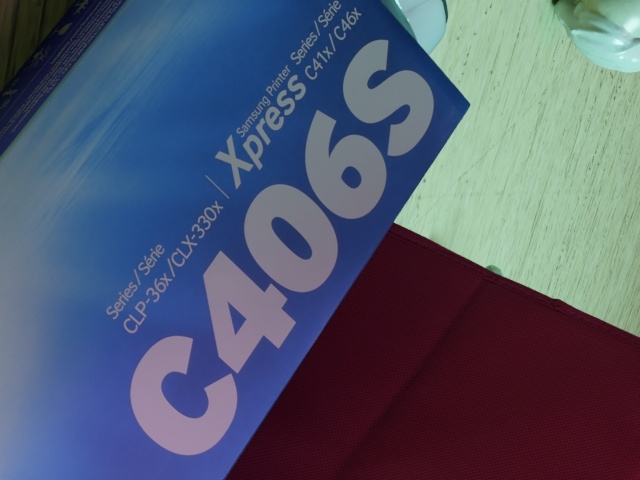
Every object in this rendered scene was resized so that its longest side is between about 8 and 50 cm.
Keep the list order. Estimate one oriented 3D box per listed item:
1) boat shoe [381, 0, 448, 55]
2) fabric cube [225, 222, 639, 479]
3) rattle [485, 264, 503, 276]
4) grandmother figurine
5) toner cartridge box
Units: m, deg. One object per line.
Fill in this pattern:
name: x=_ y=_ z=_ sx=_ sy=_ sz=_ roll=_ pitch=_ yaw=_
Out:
boat shoe: x=0.018 y=-0.199 z=0.691 sx=0.105 sy=0.113 sz=0.306 roll=-47 pitch=145 yaw=-7
fabric cube: x=0.029 y=0.177 z=0.779 sx=0.258 sy=0.259 sz=0.254 roll=-48 pitch=150 yaw=-33
rattle: x=0.124 y=0.092 z=1.261 sx=0.143 sy=0.130 sz=0.200 roll=-41 pitch=122 yaw=-64
grandmother figurine: x=0.239 y=-0.271 z=1.112 sx=0.208 sy=0.104 sz=0.342 roll=-40 pitch=144 yaw=-30
toner cartridge box: x=-0.088 y=0.017 z=0.620 sx=0.165 sy=0.075 sz=0.348 roll=44 pitch=67 yaw=-25
